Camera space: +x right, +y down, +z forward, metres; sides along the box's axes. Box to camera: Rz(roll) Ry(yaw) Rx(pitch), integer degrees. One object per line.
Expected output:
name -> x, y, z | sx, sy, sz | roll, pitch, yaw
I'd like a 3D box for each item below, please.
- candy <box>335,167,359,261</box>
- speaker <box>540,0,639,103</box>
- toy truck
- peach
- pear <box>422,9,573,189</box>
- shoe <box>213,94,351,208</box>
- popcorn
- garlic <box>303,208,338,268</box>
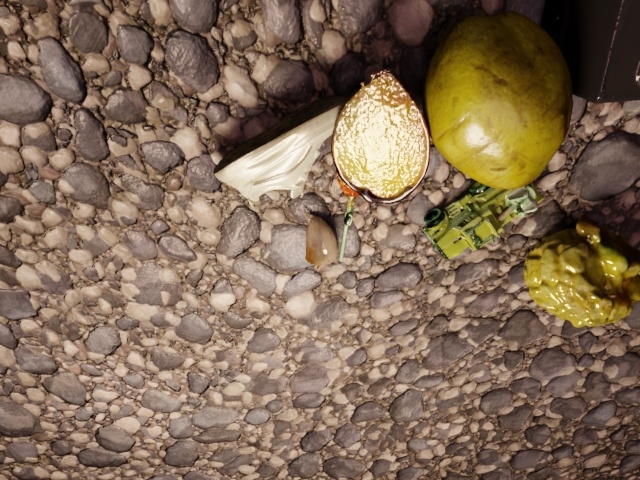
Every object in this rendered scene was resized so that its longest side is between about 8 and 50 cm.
candy -> 0.062, -0.064, 1.034 | 0.084, 0.078, 0.287 | 23, 131, 17
speaker -> 0.516, -0.390, 0.775 | 0.184, 0.232, 0.253 | -5, 121, -3
toy truck -> 0.366, -0.054, 1.017 | 0.260, 0.135, 0.128 | -33, 117, 18
peach -> 0.116, -0.196, 0.862 | 0.189, 0.068, 0.279 | 6, 131, 6
pear -> 0.318, -0.248, 0.825 | 0.270, 0.269, 0.320 | -18, 110, 6
shoe -> -0.054, -0.164, 0.931 | 0.317, 0.124, 0.159 | -23, 119, 15
popcorn -> 0.622, 0.082, 1.070 | 0.258, 0.224, 0.270 | -31, 110, -5
garlic -> 0.001, 0.004, 1.057 | 0.084, 0.066, 0.152 | 3, 125, 5
